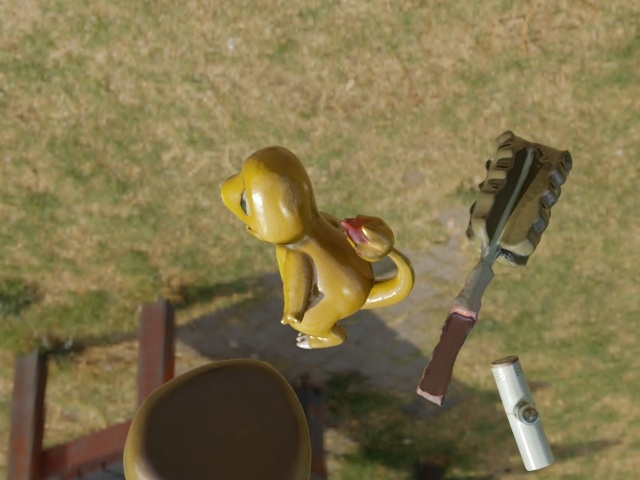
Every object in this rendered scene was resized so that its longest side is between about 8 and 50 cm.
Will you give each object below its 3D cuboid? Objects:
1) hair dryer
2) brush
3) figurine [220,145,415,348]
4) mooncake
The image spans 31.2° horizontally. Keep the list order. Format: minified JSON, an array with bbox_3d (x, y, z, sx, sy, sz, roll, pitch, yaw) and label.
[{"bbox_3d":[0.269,0.239,1.476,0.044,0.155,0.183,-21,-175,4],"label":"hair dryer"},{"bbox_3d":[0.160,0.025,1.108,0.084,0.301,0.071,23,155,6],"label":"brush"},{"bbox_3d":[0.002,-0.002,0.900,0.122,0.121,0.176,-11,128,37],"label":"figurine"},{"bbox_3d":[-0.124,0.261,1.459,0.234,0.235,0.117,6,152,-11],"label":"mooncake"}]
